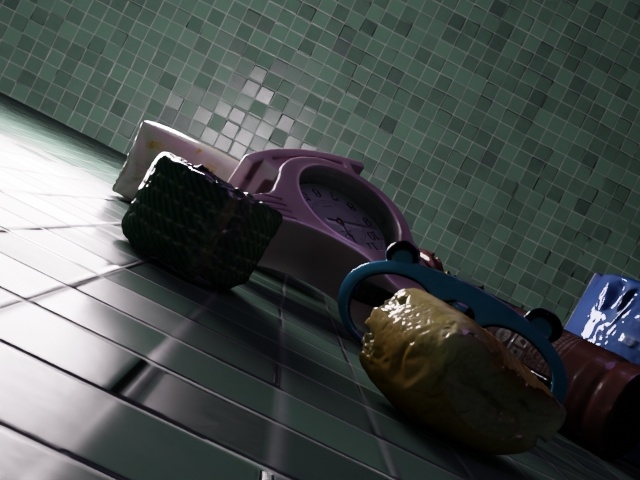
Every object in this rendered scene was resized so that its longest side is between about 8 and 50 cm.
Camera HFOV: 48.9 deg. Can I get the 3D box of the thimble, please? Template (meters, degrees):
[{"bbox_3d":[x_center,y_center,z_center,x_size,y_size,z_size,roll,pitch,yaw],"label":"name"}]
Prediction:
[{"bbox_3d":[-0.107,-0.017,0.639,0.135,0.090,0.118,29,2,39],"label":"thimble"}]

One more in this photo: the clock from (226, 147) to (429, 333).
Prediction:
[{"bbox_3d":[0.000,0.000,0.863,0.290,0.080,0.275,-1,47,-44],"label":"clock"}]

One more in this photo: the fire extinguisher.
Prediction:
[{"bbox_3d":[0.261,0.142,0.921,0.337,0.135,0.114,27,-35,48],"label":"fire extinguisher"}]

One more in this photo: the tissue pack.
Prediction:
[{"bbox_3d":[-0.171,-0.075,1.062,0.225,0.124,0.185,26,4,-4],"label":"tissue pack"}]

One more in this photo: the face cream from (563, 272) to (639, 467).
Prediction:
[{"bbox_3d":[0.453,0.186,0.989,0.249,0.225,0.249,25,0,0],"label":"face cream"}]

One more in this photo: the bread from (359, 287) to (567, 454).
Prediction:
[{"bbox_3d":[0.093,0.095,0.490,0.125,0.082,0.106,37,7,-24],"label":"bread"}]

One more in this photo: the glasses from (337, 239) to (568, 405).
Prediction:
[{"bbox_3d":[0.133,0.123,0.737,0.239,0.102,0.207,26,-27,22],"label":"glasses"}]

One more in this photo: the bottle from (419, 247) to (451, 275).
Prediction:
[{"bbox_3d":[0.168,0.080,1.310,0.156,0.143,0.271,15,-8,42],"label":"bottle"}]
